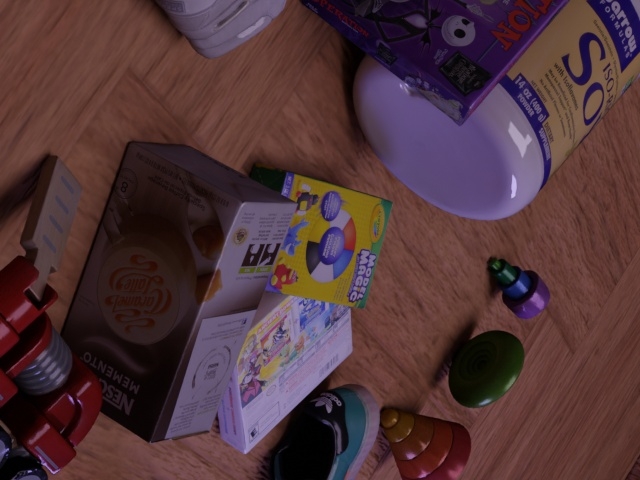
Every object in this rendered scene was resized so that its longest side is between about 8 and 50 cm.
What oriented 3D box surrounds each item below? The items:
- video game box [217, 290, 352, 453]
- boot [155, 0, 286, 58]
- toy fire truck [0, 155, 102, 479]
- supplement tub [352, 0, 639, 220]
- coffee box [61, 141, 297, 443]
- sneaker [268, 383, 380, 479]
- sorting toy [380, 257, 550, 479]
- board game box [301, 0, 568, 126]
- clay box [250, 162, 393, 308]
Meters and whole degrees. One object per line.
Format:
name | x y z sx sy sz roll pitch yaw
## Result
video game box | -0.042 0.116 1.800 0.205 0.048 0.187 -41 147 -34
boot | -0.047 -0.282 1.404 0.258 0.095 0.123 -48 156 -8
toy fire truck | -0.254 0.075 1.333 0.246 0.158 0.217 -43 148 -12
supplement tub | 0.219 -0.209 1.737 0.331 0.241 0.241 -47 149 -25
coffee box | -0.140 0.048 1.474 0.098 0.141 0.247 -2 116 -59
sneaker | -0.025 0.323 1.968 0.121 0.108 0.302 -2 112 -54
sorting toy | 0.193 0.175 2.227 0.126 0.127 0.366 42 73 -31
board game box | 0.167 -0.300 1.603 0.347 0.208 0.056 -49 177 -23
clay box | 0.000 0.000 1.700 0.222 0.053 0.128 13 93 -50
